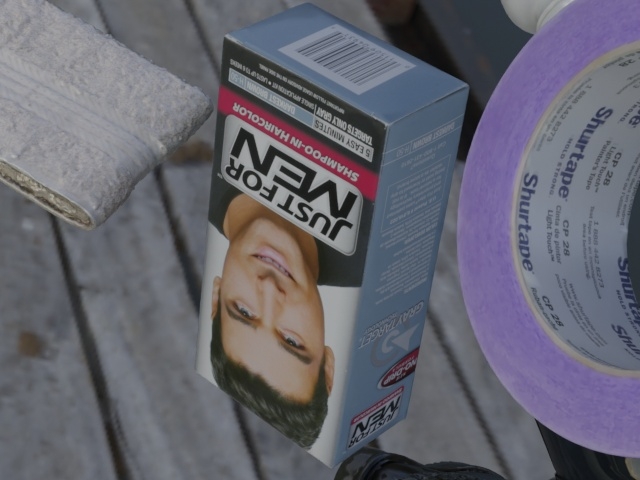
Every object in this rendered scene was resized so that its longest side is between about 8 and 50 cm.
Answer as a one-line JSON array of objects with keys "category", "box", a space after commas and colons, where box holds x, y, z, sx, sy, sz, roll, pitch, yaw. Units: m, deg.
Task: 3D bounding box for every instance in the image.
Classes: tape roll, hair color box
[{"category": "tape roll", "box": [0.149, -0.008, 0.605, 0.080, 0.189, 0.189, 9, 39, -43]}, {"category": "hair color box", "box": [0.000, 0.000, 1.381, 0.185, 0.374, 0.113, 32, 42, 30]}]

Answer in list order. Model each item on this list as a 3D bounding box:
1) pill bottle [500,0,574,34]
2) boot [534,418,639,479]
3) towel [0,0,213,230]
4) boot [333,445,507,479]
[{"category": "pill bottle", "box": [0.177, -0.215, 1.133, 0.112, 0.112, 0.187, -3, 57, -25]}, {"category": "boot", "box": [0.175, 0.194, 1.190, 0.246, 0.207, 0.094, 46, 14, 8]}, {"category": "towel", "box": [-0.258, -0.135, 1.415, 0.282, 0.049, 0.187, 30, 56, 18]}, {"category": "boot", "box": [0.199, 0.326, 1.670, 0.260, 0.131, 0.348, 11, -5, 40]}]
